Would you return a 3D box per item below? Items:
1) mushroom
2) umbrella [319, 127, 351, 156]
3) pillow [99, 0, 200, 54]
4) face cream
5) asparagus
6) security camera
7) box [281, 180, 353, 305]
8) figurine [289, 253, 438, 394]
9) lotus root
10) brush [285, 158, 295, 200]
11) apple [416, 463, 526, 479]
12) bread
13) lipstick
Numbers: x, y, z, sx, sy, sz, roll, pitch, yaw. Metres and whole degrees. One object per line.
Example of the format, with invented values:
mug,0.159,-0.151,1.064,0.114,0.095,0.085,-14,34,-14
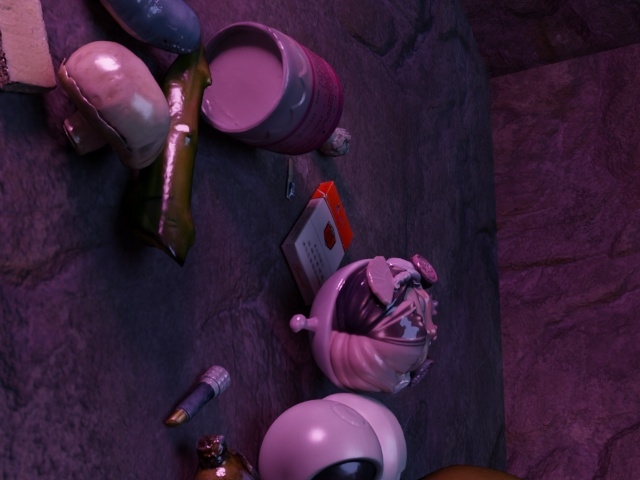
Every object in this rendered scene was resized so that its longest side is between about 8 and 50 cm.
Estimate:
mushroom,-0.236,-0.147,0.770,0.154,0.122,0.154,52,-7,9
umbrella,0.017,-0.212,1.382,0.143,0.067,0.062,30,26,-52
pillow,-0.217,-0.361,0.891,0.214,0.086,0.233,39,46,-43
face cream,-0.077,-0.229,1.055,0.195,0.175,0.175,3,80,-66
asparagus,-0.193,-0.120,0.886,0.082,0.085,0.343,31,48,-45
security camera,0.007,0.332,1.042,0.236,0.194,0.194,18,66,-59
box,0.000,0.000,1.308,0.139,0.035,0.245,69,28,-24
figurine,0.106,0.162,1.232,0.361,0.211,0.253,6,73,-72
lotus root,-0.118,0.337,0.885,0.113,0.088,0.192,-100,172,-72
brush,-0.054,-0.114,1.258,0.016,0.013,0.083,40,46,-52
apple,0.269,0.627,1.207,0.473,0.474,0.473,32,53,-58
bread,-0.321,-0.231,0.711,0.068,0.028,0.153,-14,94,-65
lipstick,-0.162,0.211,0.896,0.116,0.037,0.037,-44,122,-56
